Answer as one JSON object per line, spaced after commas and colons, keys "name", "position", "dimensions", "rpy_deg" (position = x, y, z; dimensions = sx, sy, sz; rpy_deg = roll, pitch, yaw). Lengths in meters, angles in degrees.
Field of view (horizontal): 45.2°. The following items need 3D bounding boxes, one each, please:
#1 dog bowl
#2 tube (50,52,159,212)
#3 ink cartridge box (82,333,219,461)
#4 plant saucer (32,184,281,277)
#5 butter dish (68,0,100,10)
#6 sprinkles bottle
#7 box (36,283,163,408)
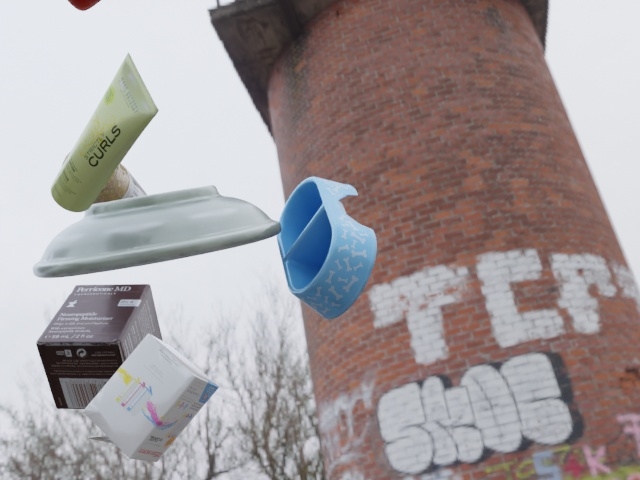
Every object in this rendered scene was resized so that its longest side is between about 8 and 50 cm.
{"name": "dog bowl", "position": [0.000, 0.000, 1.288], "dimensions": [0.074, 0.297, 0.166], "rpy_deg": [25, -65, -26]}
{"name": "tube", "position": [-0.282, -0.129, 0.999], "dimensions": [0.070, 0.062, 0.240], "rpy_deg": [35, -50, -15]}
{"name": "ink cartridge box", "position": [-0.217, 0.207, 0.970], "dimensions": [0.143, 0.090, 0.092], "rpy_deg": [-51, -21, -8]}
{"name": "plant saucer", "position": [-0.267, -0.026, 1.254], "dimensions": [0.400, 0.101, 0.400], "rpy_deg": [-10, 5, 1]}
{"name": "butter dish", "position": [-0.320, -0.415, 1.018], "dimensions": [0.159, 0.160, 0.118], "rpy_deg": [-37, 10, 3]}
{"name": "sprinkles bottle", "position": [-0.447, -0.088, 1.715], "dimensions": [0.121, 0.121, 0.355], "rpy_deg": [-12, -22, 3]}
{"name": "box", "position": [-0.430, 0.209, 1.530], "dimensions": [0.168, 0.203, 0.167], "rpy_deg": [-2, -60, 7]}
